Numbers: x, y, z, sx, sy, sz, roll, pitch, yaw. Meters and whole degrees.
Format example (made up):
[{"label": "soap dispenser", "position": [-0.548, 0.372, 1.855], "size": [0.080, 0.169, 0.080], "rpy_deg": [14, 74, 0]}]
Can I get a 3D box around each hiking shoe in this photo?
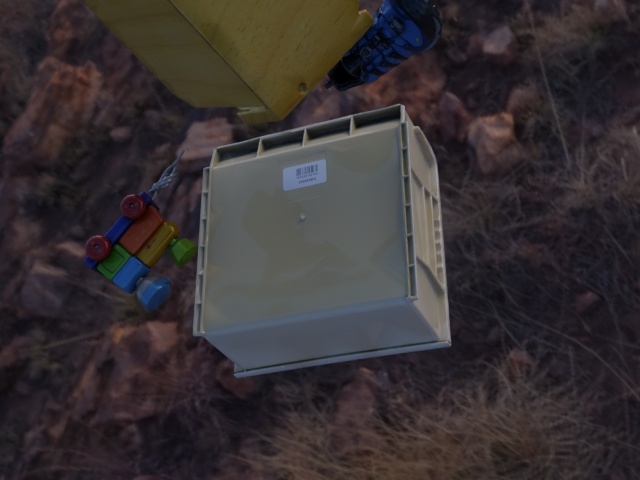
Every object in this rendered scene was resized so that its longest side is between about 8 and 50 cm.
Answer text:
[{"label": "hiking shoe", "position": [0.103, -0.318, 1.598], "size": [0.113, 0.304, 0.132], "rpy_deg": [46, 74, -4]}]

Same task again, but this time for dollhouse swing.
[{"label": "dollhouse swing", "position": [-0.166, -0.399, 1.570], "size": [0.315, 0.347, 0.305], "rpy_deg": [-47, 29, -3]}]

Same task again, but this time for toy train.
[{"label": "toy train", "position": [-0.256, -0.017, 1.589], "size": [0.143, 0.105, 0.248], "rpy_deg": [38, 84, 14]}]

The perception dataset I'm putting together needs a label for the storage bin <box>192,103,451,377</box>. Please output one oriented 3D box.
[{"label": "storage bin", "position": [0.000, 0.000, 1.120], "size": [0.262, 0.123, 0.260], "rpy_deg": [-11, 60, 19]}]
